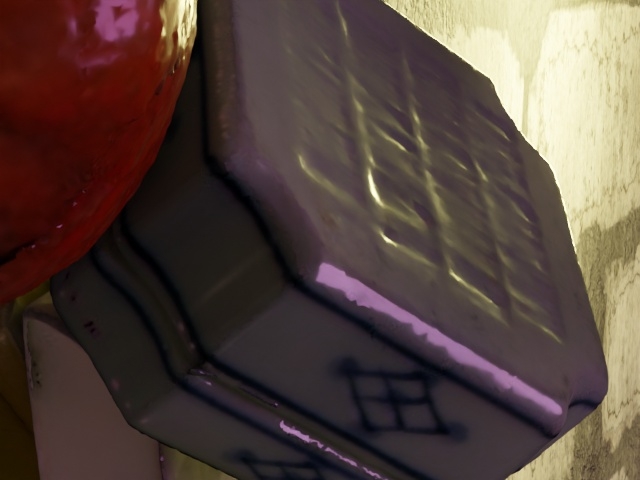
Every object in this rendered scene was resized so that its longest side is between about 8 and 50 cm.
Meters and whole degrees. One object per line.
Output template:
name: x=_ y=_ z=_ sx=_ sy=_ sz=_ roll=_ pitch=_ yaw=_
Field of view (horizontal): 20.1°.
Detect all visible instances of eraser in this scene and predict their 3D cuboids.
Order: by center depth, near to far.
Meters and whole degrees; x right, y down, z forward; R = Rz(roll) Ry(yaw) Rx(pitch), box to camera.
eraser: x=-0.041 y=0.076 z=1.115 sx=0.397 sy=0.082 sz=0.213 roll=-38 pitch=129 yaw=-61

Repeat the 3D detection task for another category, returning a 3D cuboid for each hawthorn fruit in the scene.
hawthorn fruit: x=-0.173 y=-0.096 z=0.788 sx=0.307 sy=0.276 sz=0.276 roll=1 pitch=93 yaw=-82

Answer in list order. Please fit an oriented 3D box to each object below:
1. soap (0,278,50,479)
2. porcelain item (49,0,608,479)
soap: x=-0.138 y=0.064 z=1.101 sx=0.315 sy=0.091 sz=0.199 roll=67 pitch=33 yaw=-49
porcelain item: x=0.000 y=0.000 z=0.949 sx=0.281 sy=0.157 sz=0.286 roll=32 pitch=33 yaw=-34
